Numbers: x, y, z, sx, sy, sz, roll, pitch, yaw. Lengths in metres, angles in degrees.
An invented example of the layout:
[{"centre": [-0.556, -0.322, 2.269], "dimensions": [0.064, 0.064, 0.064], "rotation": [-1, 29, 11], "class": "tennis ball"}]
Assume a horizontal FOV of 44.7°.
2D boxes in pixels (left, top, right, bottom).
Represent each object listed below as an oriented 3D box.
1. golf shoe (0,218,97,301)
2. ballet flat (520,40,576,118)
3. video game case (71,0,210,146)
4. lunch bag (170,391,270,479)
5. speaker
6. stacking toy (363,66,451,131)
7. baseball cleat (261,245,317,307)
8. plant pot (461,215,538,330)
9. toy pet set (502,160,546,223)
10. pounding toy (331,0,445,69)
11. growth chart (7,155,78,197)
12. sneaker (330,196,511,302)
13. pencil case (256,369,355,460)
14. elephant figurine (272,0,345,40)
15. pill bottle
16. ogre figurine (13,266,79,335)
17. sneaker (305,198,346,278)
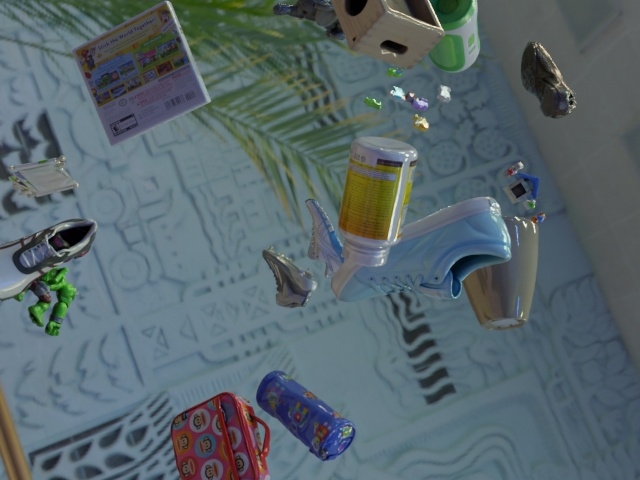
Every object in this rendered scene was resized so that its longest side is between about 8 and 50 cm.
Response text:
[{"centre": [-0.576, 0.024, 1.572], "dimensions": [0.120, 0.273, 0.105], "rotation": [-28, -83, 50], "class": "golf shoe"}, {"centre": [0.440, -0.311, 1.507], "dimensions": [0.250, 0.058, 0.084], "rotation": [-94, -172, -53], "class": "ballet flat"}, {"centre": [-0.348, -0.319, 1.507], "dimensions": [0.206, 0.227, 0.026], "rotation": [68, 18, -2], "class": "video game case"}, {"centre": [-0.248, 0.559, 2.055], "dimensions": [0.120, 0.258, 0.293], "rotation": [44, 22, -58], "class": "lunch bag"}, {"centre": [0.293, -0.479, 1.754], "dimensions": [0.131, 0.131, 0.296], "rotation": [67, 9, 13], "class": "speaker"}, {"centre": [0.263, -0.422, 2.344], "dimensions": [0.167, 0.221, 0.052], "rotation": [129, -26, -52], "class": "stacking toy"}, {"centre": [-0.091, 0.089, 1.800], "dimensions": [0.206, 0.072, 0.109], "rotation": [32, -84, 51], "class": "baseball cleat"}, {"centre": [0.501, 0.106, 2.198], "dimensions": [0.256, 0.257, 0.274], "rotation": [107, -17, -66], "class": "plant pot"}, {"centre": [0.416, -0.100, 1.541], "dimensions": [0.122, 0.065, 0.114], "rotation": [59, -1, 1], "class": "toy pet set"}, {"centre": [0.063, -0.375, 1.171], "dimensions": [0.094, 0.181, 0.206], "rotation": [-42, -126, 38], "class": "pounding toy"}, {"centre": [-0.757, -0.167, 2.119], "dimensions": [0.237, 0.172, 0.021], "rotation": [108, -29, -74], "class": "growth chart"}, {"centre": [0.188, 0.056, 1.478], "dimensions": [0.135, 0.366, 0.150], "rotation": [33, 34, -52], "class": "sneaker"}, {"centre": [-0.044, 0.467, 2.064], "dimensions": [0.306, 0.119, 0.133], "rotation": [29, -81, 42], "class": "pencil case"}, {"centre": [0.004, -0.750, 2.503], "dimensions": [0.169, 0.239, 0.186], "rotation": [37, -77, 39], "class": "elephant figurine"}, {"centre": [0.095, -0.067, 1.370], "dimensions": [0.117, 0.117, 0.215], "rotation": [-136, -128, -59], "class": "pill bottle"}, {"centre": [-0.611, 0.105, 1.705], "dimensions": [0.197, 0.118, 0.097], "rotation": [45, -34, -7], "class": "ogre figurine"}, {"centre": [0.000, 0.000, 1.738], "dimensions": [0.071, 0.083, 0.190], "rotation": [-93, 157, -84], "class": "sneaker"}]
